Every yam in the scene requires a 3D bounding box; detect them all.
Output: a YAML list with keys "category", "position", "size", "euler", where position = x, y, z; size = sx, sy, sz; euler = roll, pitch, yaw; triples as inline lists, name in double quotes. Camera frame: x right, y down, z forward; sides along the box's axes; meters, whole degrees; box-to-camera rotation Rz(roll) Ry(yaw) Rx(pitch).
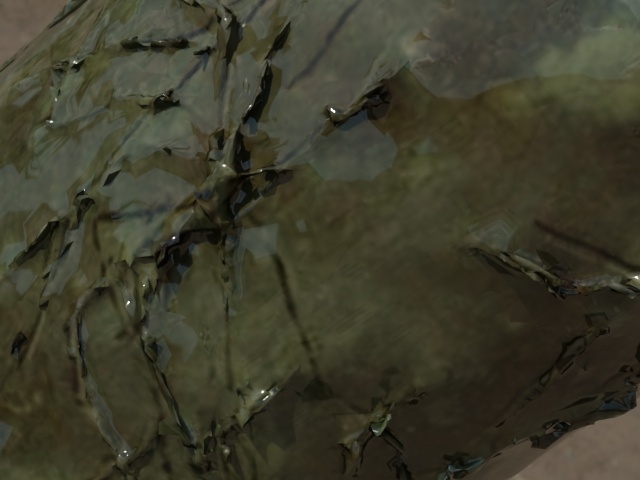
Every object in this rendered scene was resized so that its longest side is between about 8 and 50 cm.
- category: "yam"
  position: [0.000, 0.000, 0.488]
  size: [0.241, 0.348, 0.241]
  euler: [38, 30, -27]
